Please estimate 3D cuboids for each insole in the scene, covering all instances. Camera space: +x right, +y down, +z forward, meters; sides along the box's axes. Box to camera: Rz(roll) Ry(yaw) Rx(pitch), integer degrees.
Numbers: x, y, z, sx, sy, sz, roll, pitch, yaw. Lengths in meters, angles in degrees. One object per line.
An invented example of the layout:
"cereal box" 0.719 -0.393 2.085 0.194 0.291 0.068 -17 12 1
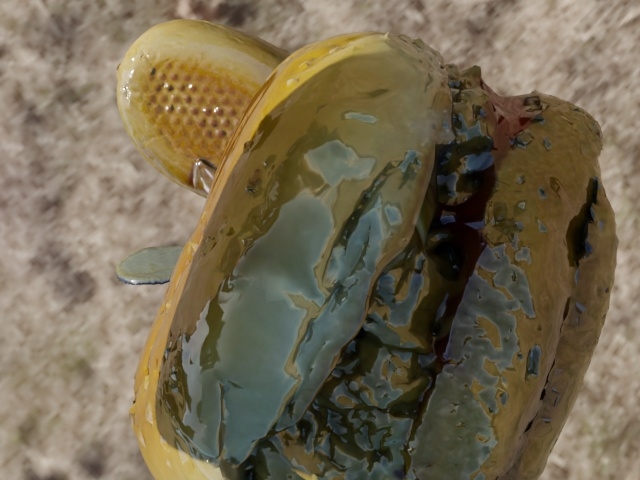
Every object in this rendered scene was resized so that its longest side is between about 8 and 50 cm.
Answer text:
"insole" 0.000 0.000 1.363 0.348 0.119 0.009 -8 107 -6

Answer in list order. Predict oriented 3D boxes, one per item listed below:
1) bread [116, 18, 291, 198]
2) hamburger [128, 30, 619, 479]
"bread" -0.048 -0.076 1.072 0.189 0.077 0.114 29 100 4
"hamburger" 0.015 0.025 0.686 0.163 0.244 0.244 18 132 -12
